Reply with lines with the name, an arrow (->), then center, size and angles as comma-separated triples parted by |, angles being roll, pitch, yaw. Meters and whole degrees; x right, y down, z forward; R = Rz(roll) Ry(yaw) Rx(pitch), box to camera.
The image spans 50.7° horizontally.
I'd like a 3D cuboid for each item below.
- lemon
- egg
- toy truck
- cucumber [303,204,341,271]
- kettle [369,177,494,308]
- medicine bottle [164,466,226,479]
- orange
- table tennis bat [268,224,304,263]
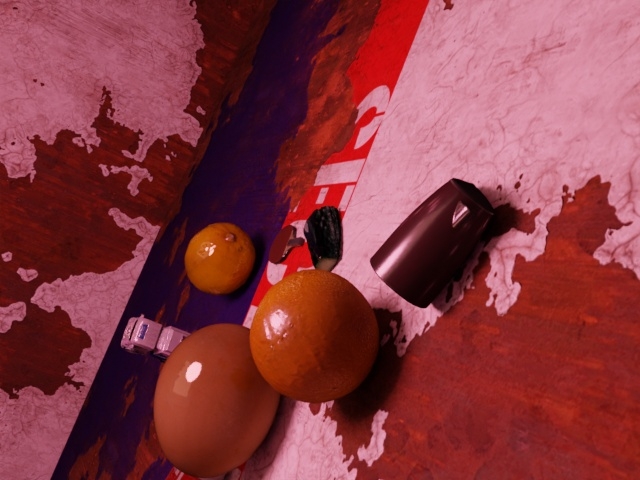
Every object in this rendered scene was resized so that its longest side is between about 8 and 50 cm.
lemon -> -0.328, 0.061, 2.211 | 0.263, 0.236, 0.236 | 92, -166, -70
egg -> -0.252, 0.386, 1.643 | 0.301, 0.301, 0.374 | -7, 62, 63
toy truck -> -0.515, 0.344, 2.268 | 0.155, 0.268, 0.124 | -19, 51, 56
cucumber -> 0.000, 0.000, 1.787 | 0.115, 0.086, 0.193 | -47, 36, 31
kettle -> 0.226, -0.007, 1.286 | 0.232, 0.144, 0.202 | -50, -4, 16
medicine bottle -> -0.353, 0.662, 1.792 | 0.250, 0.131, 0.131 | -58, 25, 16
orange -> -0.013, 0.193, 1.383 | 0.274, 0.274, 0.274 | -46, 30, 36
table tennis bat -> -0.103, 0.010, 2.053 | 0.220, 0.019, 0.130 | -9, 58, 64
